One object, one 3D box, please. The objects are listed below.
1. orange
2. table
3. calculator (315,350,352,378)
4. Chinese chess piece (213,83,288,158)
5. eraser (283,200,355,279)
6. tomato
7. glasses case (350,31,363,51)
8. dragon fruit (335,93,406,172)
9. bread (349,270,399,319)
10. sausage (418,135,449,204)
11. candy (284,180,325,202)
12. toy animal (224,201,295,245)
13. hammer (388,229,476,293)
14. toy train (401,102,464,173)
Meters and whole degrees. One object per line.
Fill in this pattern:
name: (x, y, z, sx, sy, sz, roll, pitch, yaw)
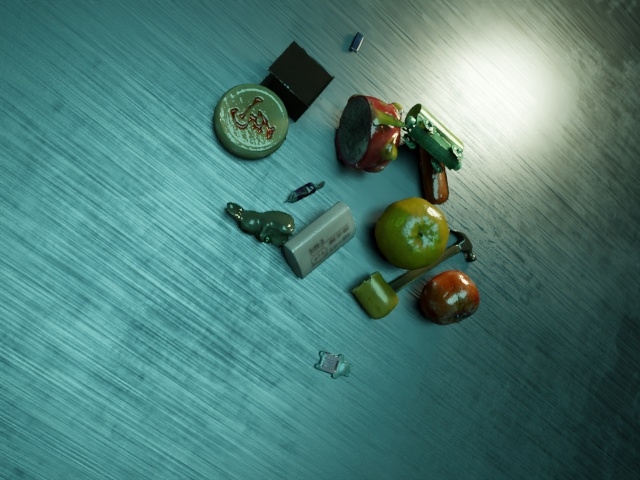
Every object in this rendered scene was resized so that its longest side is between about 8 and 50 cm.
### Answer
orange: (0.342, -0.025, 1.929, 0.279, 0.235, 0.278, -1, 95, -10)
table: (-0.088, -0.579, 1.858, 0.193, 0.169, 0.172, 40, 73, -11)
calculator: (0.051, 0.460, 1.883, 0.141, 0.019, 0.094, 24, 74, -16)
Chinese chess piece: (-0.244, -0.424, 1.820, 0.274, 0.102, 0.273, 2, 84, -20)
eraser: (0.000, 0.000, 1.840, 0.270, 0.174, 0.095, -40, 54, -20)
tomato: (0.492, 0.219, 1.972, 0.232, 0.232, 0.188, 0, 56, -20)
glasses case: (0.145, -0.790, 2.041, 0.034, 0.023, 0.083, 28, 77, -21)
dragon fruit: (0.194, -0.387, 1.890, 0.189, 0.291, 0.290, 5, 83, -26)
bread: (0.208, 0.210, 1.914, 0.134, 0.085, 0.173, -39, 97, 6)
sausage: (0.450, -0.305, 2.066, 0.102, 0.102, 0.330, -5, 87, -21)
candy: (-0.061, -0.181, 1.893, 0.175, 0.045, 0.043, -28, 79, -21)
toy animal: (-0.220, -0.063, 1.796, 0.251, 0.127, 0.125, 19, 105, -10)
hammer: (0.435, 0.104, 2.046, 0.440, 0.044, 0.168, -30, 96, -21)
toy train: (0.424, -0.387, 1.953, 0.307, 0.126, 0.189, 34, 35, -24)
